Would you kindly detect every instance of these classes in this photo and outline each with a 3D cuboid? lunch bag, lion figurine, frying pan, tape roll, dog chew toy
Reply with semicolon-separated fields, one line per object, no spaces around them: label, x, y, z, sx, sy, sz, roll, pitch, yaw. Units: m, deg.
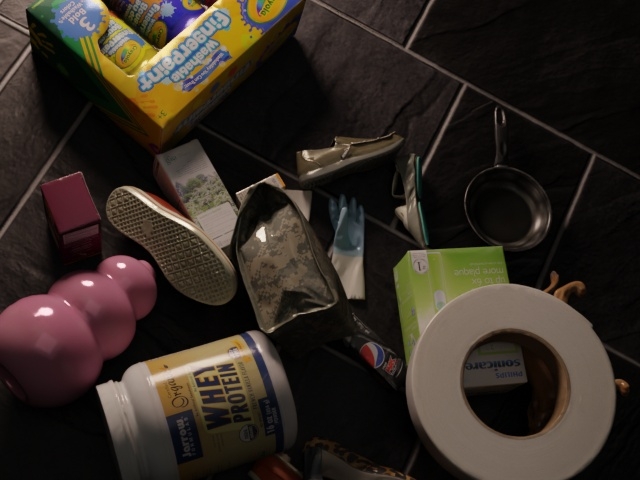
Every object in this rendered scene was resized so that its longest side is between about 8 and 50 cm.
lunch bag;-0.063;0.050;1.837;0.169;0.235;0.287;-23;69;3
lion figurine;0.467;0.263;1.960;0.240;0.142;0.392;-16;68;-19
frying pan;0.375;-0.121;2.118;0.197;0.053;0.326;-19;74;-18
tape roll;0.354;0.272;1.815;0.392;0.072;0.392;2;69;-4
dog chew toy;-0.433;0.148;1.773;0.206;0.206;0.332;44;60;6

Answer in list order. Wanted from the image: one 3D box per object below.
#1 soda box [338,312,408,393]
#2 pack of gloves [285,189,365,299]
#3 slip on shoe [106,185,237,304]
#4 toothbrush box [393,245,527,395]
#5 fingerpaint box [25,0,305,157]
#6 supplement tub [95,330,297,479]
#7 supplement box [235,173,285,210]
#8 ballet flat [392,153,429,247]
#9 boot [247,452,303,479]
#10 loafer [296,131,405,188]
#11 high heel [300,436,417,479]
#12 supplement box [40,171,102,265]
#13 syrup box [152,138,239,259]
soda box;0.103;0.223;1.928;0.169;0.060;0.053;44;72;6
pack of gloves;0.000;0.000;1.996;0.195;0.046;0.232;5;69;-11
slip on shoe;-0.270;0.004;1.859;0.331;0.101;0.123;37;107;26
toothbrush box;0.275;0.165;1.955;0.206;0.122;0.283;-2;72;-12
fingerpaint box;-0.314;-0.454;2.028;0.371;0.163;0.445;42;68;5
supplement tub;-0.222;0.306;1.738;0.316;0.228;0.228;-15;74;-17
supplement box;-0.122;-0.089;1.986;0.098;0.062;0.036;-27;70;-14
ballet flat;0.187;-0.081;2.064;0.068;0.072;0.213;-8;69;14
boot;-0.062;0.459;1.813;0.158;0.059;0.084;40;70;13
loafer;0.060;-0.187;2.050;0.251;0.094;0.087;-20;80;-18
high heel;0.093;0.422;1.791;0.261;0.186;0.093;11;105;-3
supplement box;-0.465;-0.038;1.831;0.081;0.188;0.104;-21;76;-18
syrup box;-0.237;-0.073;1.943;0.093;0.096;0.237;-26;77;-21
